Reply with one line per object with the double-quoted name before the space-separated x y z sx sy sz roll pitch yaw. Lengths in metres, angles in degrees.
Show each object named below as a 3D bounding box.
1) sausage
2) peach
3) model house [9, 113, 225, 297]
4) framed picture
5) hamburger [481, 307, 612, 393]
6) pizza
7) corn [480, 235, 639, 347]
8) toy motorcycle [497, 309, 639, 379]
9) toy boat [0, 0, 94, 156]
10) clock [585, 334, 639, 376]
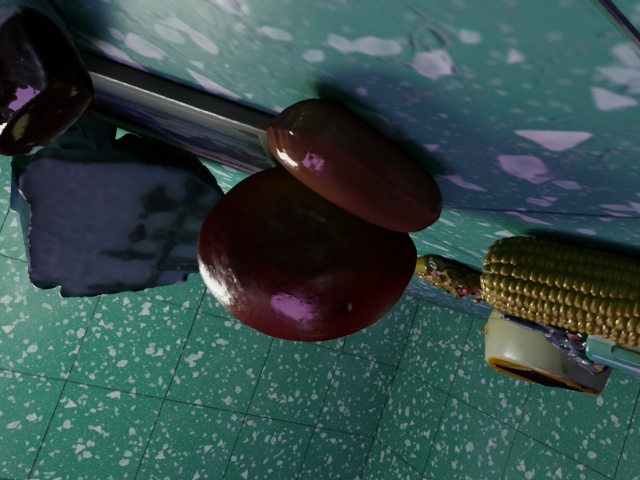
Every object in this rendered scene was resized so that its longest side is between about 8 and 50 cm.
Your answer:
"sausage" 0.037 -0.057 0.418 0.194 0.077 0.077 24 174 -40
"peach" -0.018 0.017 0.553 0.243 0.200 0.243 -2 -163 1
"model house" -0.347 -0.105 0.811 0.294 0.252 0.329 -5 -141 -35
"framed picture" -0.188 -0.148 0.588 0.314 0.024 0.232 19 174 4
"hamburger" 0.514 0.233 1.116 0.275 0.179 0.294 21 166 -11
"pizza" 0.292 0.090 1.060 0.226 0.069 0.147 22 173 -22
"corn" 0.293 0.055 0.514 0.244 0.094 0.093 12 172 34
"toy motorcycle" 0.462 0.168 0.883 0.307 0.108 0.173 30 171 -5
"toy boat" -0.275 -0.151 0.423 0.262 0.114 0.115 -8 116 56
"clock" 0.484 0.131 0.557 0.231 0.116 0.262 17 179 -41
